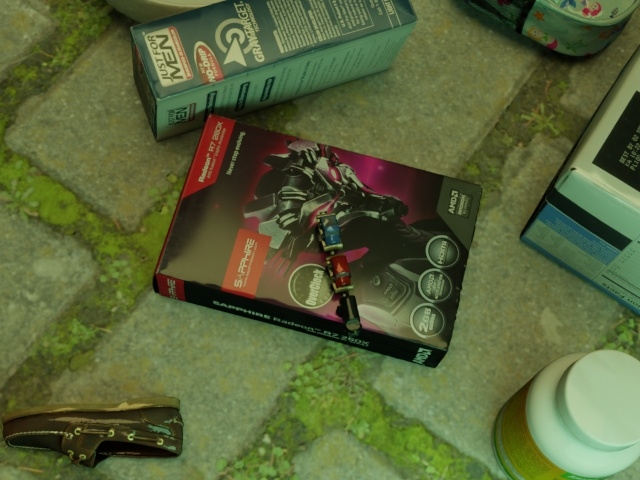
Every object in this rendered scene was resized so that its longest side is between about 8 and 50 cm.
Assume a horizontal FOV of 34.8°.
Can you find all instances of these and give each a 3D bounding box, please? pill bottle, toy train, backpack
[{"bbox_3d":[0.286,0.204,1.142,0.136,0.246,0.136,2,68,-4],"label":"pill bottle"},{"bbox_3d":[0.021,0.036,1.199,0.027,0.036,0.158,-11,71,-9],"label":"toy train"},{"bbox_3d":[0.340,-0.393,1.431,0.253,0.191,0.225,34,68,3],"label":"backpack"}]

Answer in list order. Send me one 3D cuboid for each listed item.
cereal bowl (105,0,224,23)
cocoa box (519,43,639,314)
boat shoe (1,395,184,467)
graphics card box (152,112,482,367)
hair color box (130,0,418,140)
[{"bbox_3d":[-0.180,-0.424,1.410,0.338,0.141,0.339,2,69,-5],"label":"cereal bowl"},{"bbox_3d":[0.453,-0.109,1.295,0.231,0.228,0.347,33,69,8],"label":"cocoa box"},{"bbox_3d":[-0.261,0.225,1.175,0.206,0.073,0.073,-4,66,-7],"label":"boat shoe"},{"bbox_3d":[0.000,0.000,1.282,0.370,0.094,0.233,16,67,0],"label":"graphics card box"},{"bbox_3d":[-0.065,-0.249,1.326,0.347,0.174,0.105,-20,82,-13],"label":"hair color box"}]
